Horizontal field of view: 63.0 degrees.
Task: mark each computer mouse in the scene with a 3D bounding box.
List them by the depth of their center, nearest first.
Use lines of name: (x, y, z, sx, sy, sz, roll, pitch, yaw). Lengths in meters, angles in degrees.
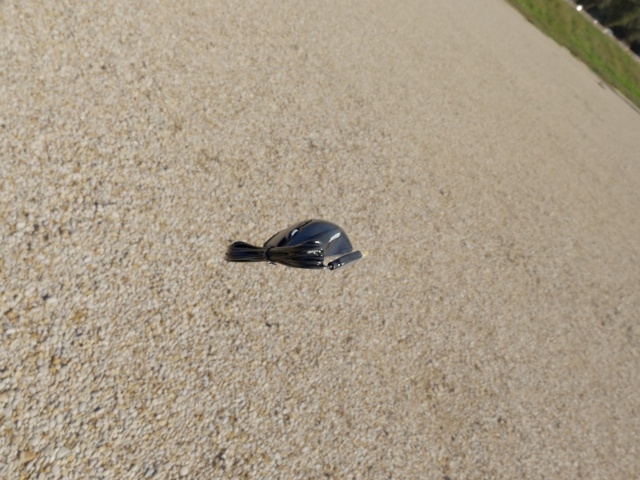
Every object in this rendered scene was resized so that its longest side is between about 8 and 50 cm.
computer mouse: (0.000, 0.000, 0.787, 0.262, 0.183, 0.060, -6, 98, -56)
